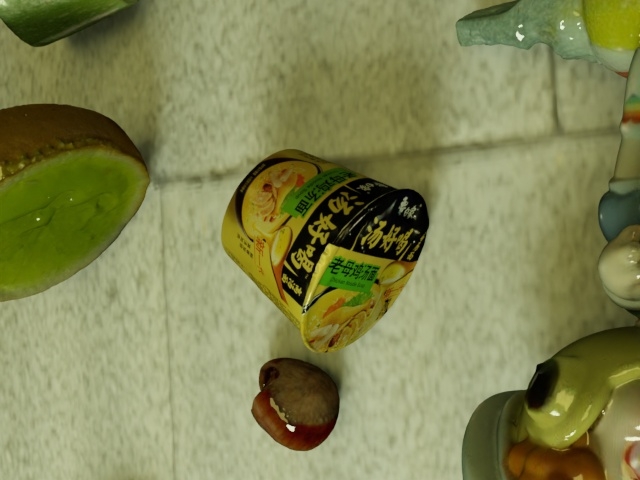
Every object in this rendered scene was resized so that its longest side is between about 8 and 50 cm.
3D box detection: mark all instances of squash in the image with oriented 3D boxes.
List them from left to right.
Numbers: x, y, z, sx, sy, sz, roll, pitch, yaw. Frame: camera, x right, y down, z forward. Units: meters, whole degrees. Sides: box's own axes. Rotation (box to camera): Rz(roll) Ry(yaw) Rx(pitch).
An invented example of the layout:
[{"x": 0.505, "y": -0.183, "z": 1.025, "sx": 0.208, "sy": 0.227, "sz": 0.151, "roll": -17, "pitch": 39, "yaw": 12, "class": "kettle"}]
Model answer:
[{"x": -0.255, "y": -0.280, "z": 0.731, "sx": 0.122, "sy": 0.170, "sz": 0.170, "roll": -8, "pitch": 86, "yaw": 11, "class": "squash"}]

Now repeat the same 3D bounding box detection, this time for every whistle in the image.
[{"x": 0.207, "y": -0.163, "z": 0.553, "sx": 0.223, "sy": 0.122, "sz": 0.123, "roll": -1, "pitch": 89, "yaw": 39, "class": "whistle"}]

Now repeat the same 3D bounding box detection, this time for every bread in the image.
[{"x": -0.271, "y": -0.027, "z": 0.694, "sx": 0.236, "sy": 0.236, "sz": 0.070, "roll": -47, "pitch": 73, "yaw": 17, "class": "bread"}]

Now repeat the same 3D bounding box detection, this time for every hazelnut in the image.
[{"x": -0.025, "y": 0.145, "z": 0.669, "sx": 0.086, "sy": 0.086, "sz": 0.087, "roll": 0, "pitch": 90, "yaw": 24, "class": "hazelnut"}]

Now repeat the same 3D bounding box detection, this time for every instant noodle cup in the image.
[{"x": 0.000, "y": 0.000, "z": 0.627, "sx": 0.122, "sy": 0.151, "sz": 0.152, "roll": 36, "pitch": 104, "yaw": 32, "class": "instant noodle cup"}]

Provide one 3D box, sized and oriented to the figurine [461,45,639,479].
[{"x": 0.236, "y": 0.073, "z": 0.491, "sx": 0.224, "sy": 0.205, "sz": 0.382, "roll": 22, "pitch": 89, "yaw": -8, "class": "figurine"}]
